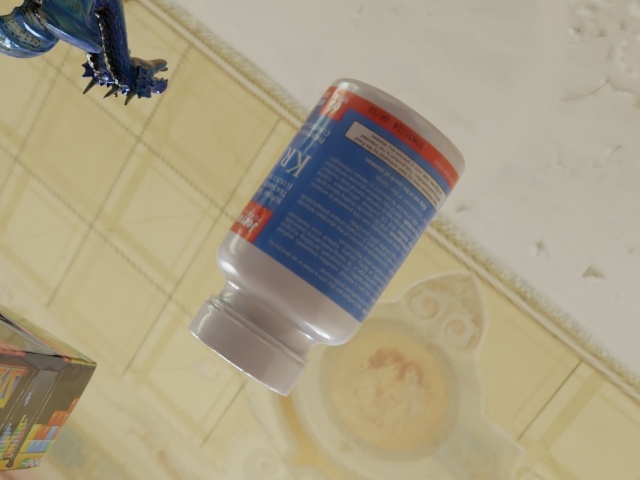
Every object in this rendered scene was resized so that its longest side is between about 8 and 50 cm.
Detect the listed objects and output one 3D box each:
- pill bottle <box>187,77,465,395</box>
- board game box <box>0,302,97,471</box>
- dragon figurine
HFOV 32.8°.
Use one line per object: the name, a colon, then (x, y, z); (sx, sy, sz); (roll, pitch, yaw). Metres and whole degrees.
pill bottle: (0.000, 0.000, 0.813); (0.124, 0.124, 0.222); (33, -95, 15)
board game box: (-0.173, 0.013, 0.349); (0.170, 0.141, 0.048); (29, -96, 10)
dragon figurine: (-0.207, -0.185, 0.823); (0.085, 0.289, 0.144); (4, -90, 26)
